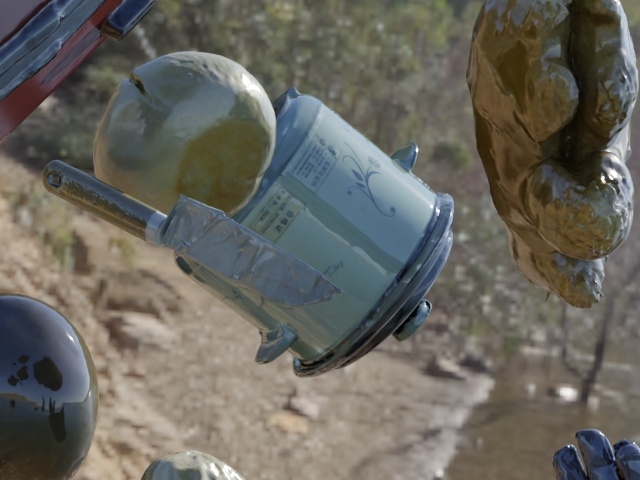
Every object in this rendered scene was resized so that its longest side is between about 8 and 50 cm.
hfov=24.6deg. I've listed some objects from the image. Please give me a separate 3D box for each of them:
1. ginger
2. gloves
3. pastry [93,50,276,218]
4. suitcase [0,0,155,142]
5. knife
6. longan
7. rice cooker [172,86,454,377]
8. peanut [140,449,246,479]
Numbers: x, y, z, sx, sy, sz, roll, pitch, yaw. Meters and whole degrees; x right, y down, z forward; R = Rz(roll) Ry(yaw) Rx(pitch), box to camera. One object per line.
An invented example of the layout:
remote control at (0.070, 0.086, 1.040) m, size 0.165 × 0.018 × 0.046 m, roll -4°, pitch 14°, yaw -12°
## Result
ginger at (0.222, -0.061, 1.229) m, size 0.236 × 0.166 × 0.375 m, roll 42°, pitch -13°, yaw 51°
gloves at (0.263, 0.303, 1.386) m, size 0.142 × 0.285 × 0.119 m, roll -17°, pitch 32°, yaw -32°
pastry at (-0.110, -0.079, 1.204) m, size 0.156 × 0.156 × 0.092 m, roll 3°, pitch 21°, yaw -47°
suitcase at (-0.225, -0.144, 0.700) m, size 0.236 × 0.297 × 0.161 m, roll 33°, pitch -35°, yaw 8°
knife at (-0.101, -0.011, 1.055) m, size 0.298 × 0.047 × 0.017 m, roll 26°, pitch 8°, yaw 36°
longan at (-0.430, 0.212, 1.960) m, size 0.243 × 0.300 × 0.300 m, roll -8°, pitch 12°, yaw -39°
rice cooker at (0.000, 0.000, 1.625) m, size 0.317 × 0.316 × 0.264 m, roll 5°, pitch -12°, yaw -20°
peanut at (-0.104, 0.370, 1.771) m, size 0.120 × 0.298 × 0.136 m, roll -23°, pitch 18°, yaw 42°
